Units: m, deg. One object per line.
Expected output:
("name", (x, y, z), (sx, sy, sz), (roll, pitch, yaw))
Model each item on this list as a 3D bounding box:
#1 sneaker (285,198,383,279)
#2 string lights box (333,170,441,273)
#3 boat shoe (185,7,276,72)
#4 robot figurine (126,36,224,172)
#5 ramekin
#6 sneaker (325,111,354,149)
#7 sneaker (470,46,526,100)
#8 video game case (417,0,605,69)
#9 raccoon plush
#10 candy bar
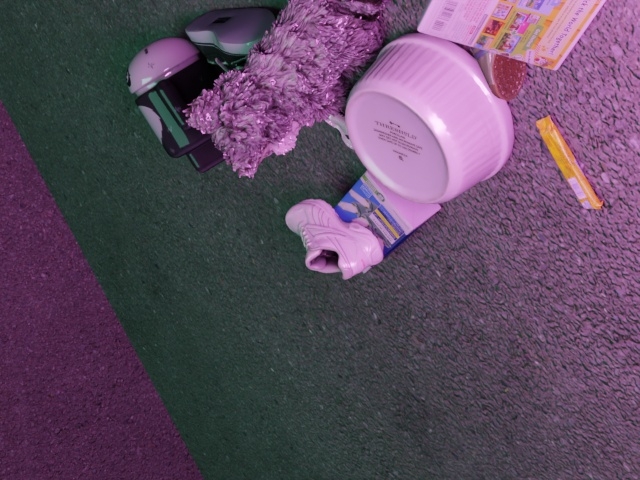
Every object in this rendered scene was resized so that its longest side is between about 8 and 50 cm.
("sneaker", (0.000, 0.000, 2.234), (0.232, 0.115, 0.090), (27, 144, 43))
("string lights box", (0.107, -0.047, 2.222), (0.133, 0.077, 0.259), (51, 154, 5))
("boat shoe", (-0.152, -0.358, 2.247), (0.306, 0.113, 0.105), (15, 140, 56))
("robot figurine", (-0.278, -0.277, 2.476), (0.209, 0.174, 0.278), (-18, 106, 55))
("ramekin", (0.158, -0.178, 1.901), (0.273, 0.127, 0.272), (34, 149, 24))
("sneaker", (0.043, -0.216, 2.184), (0.109, 0.040, 0.043), (47, 137, 6))
("sneaker", (0.238, -0.298, 1.737), (0.086, 0.064, 0.192), (35, 148, 49))
("video game case", (0.256, -0.318, 1.584), (0.206, 0.026, 0.227), (15, 151, -7))
("raccoon plush", (-0.065, -0.311, 1.944), (0.216, 0.299, 0.446), (41, 150, 27))
("candy bar", (0.366, -0.111, 1.788), (0.161, 0.018, 0.040), (57, 157, -7))
